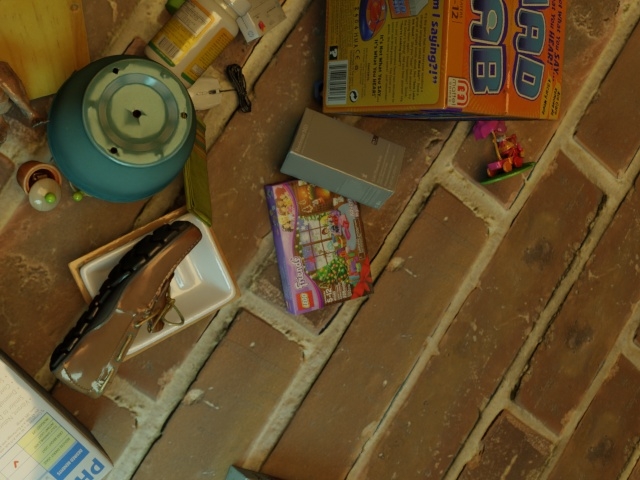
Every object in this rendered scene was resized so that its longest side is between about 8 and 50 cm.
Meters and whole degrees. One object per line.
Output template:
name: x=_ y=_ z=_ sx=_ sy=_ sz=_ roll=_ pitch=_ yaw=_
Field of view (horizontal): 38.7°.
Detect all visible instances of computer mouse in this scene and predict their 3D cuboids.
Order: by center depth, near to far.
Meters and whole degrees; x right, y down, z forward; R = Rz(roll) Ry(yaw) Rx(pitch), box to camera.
computer mouse: x=-0.238 y=-0.304 z=1.896 sx=0.193 sy=0.042 sz=0.106 roll=-14 pitch=102 yaw=-22

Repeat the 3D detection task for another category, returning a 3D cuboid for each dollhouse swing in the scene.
dollhouse swing: x=-0.655 y=-0.457 z=1.684 sx=0.347 sy=0.305 sz=0.315 roll=-21 pitch=145 yaw=-21

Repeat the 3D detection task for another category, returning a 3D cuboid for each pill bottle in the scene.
pill bottle: x=-0.234 y=-0.407 z=1.770 sx=0.117 sy=0.117 sz=0.208 roll=40 pitch=95 yaw=-22

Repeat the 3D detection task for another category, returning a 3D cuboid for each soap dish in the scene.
soap dish: x=-0.335 y=0.079 z=1.853 sx=0.291 sy=0.118 sz=0.229 roll=-28 pitch=106 yaw=-19

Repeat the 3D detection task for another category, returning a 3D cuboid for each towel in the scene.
towel: x=-0.246 y=-0.151 z=1.832 sx=0.021 sy=0.102 sz=0.237 roll=-15 pitch=66 yaw=16

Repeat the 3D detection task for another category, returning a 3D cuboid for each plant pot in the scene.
plant pot: x=-0.336 y=-0.210 z=1.612 sx=0.272 sy=0.255 sz=0.271 roll=0 pitch=89 yaw=-20

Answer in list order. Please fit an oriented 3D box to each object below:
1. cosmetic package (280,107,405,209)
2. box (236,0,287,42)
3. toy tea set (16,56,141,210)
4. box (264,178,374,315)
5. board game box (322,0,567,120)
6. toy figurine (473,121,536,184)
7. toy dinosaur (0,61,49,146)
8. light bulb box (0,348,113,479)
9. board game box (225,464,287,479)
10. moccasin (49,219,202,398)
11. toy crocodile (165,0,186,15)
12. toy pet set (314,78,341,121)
cosmetic package: x=0.047 y=-0.174 z=1.956 sx=0.238 sy=0.107 sz=0.127 roll=21 pitch=63 yaw=-10
box: x=-0.151 y=-0.516 z=1.872 sx=0.186 sy=0.038 sz=0.145 roll=61 pitch=33 yaw=-17
toy tea set: x=-0.424 y=-0.181 z=1.754 sx=0.336 sy=0.124 sz=0.200 roll=-55 pitch=135 yaw=-8
box: x=0.000 y=0.000 z=2.027 sx=0.201 sy=0.057 sz=0.293 roll=-14 pitch=101 yaw=-22
board game box: x=0.256 y=-0.433 z=1.892 sx=0.356 sy=0.356 sz=0.356 roll=-1 pitch=96 yaw=-39
toy figurine: x=0.432 y=-0.234 z=2.179 sx=0.173 sy=0.130 sz=0.159 roll=-23 pitch=96 yaw=-43
toy dinosaur: x=-0.598 y=-0.272 z=1.591 sx=0.200 sy=0.127 sz=0.296 roll=65 pitch=26 yaw=2
light bulb box: x=-0.650 y=0.399 z=1.686 sx=0.358 sy=0.225 sz=0.361 roll=-45 pitch=112 yaw=-14
board game box: x=-0.140 y=0.677 z=2.018 sx=0.224 sy=0.097 sz=0.303 roll=22 pitch=86 yaw=-25
moccasin: x=-0.343 y=0.129 z=1.714 sx=0.147 sy=0.139 sz=0.380 roll=37 pitch=81 yaw=-23
toy crocodile: x=-0.295 y=-0.538 z=1.812 sx=0.340 sy=0.105 sz=0.115 roll=40 pitch=79 yaw=-23
toy pet set: x=0.024 y=-0.300 z=2.019 sx=0.122 sy=0.065 sz=0.114 roll=-52 pitch=147 yaw=-8
